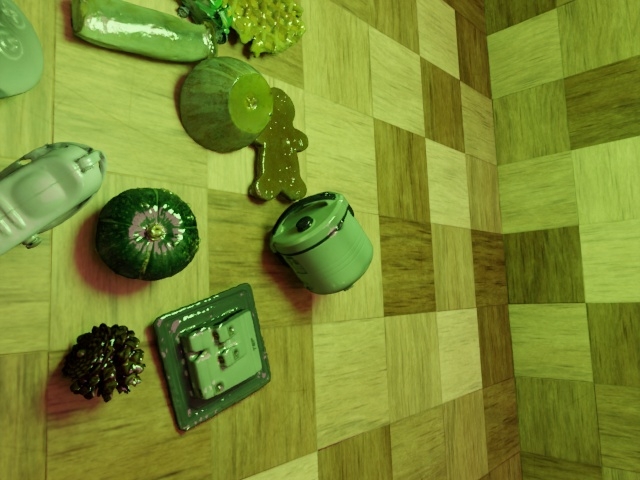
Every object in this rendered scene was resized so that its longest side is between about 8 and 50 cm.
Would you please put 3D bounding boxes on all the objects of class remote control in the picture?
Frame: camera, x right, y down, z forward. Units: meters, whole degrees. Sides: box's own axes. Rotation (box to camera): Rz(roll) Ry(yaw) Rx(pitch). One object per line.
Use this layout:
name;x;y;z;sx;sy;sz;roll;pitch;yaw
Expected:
remote control;-0.555;-0.304;0.718;0.221;0.103;0.332;58;26;-17

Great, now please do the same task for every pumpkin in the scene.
pumpkin;-0.327;-0.012;0.939;0.190;0.146;0.190;12;75;-48
pumpkin;-0.193;-0.303;1.103;0.217;0.110;0.218;-10;108;-34

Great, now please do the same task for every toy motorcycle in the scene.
toy motorcycle;-0.265;-0.538;1.116;0.190;0.106;0.074;50;51;-32

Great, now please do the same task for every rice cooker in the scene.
rice cooker;0.000;0.000;1.250;0.244;0.226;0.226;53;50;-29

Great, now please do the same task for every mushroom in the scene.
mushroom;-0.353;-0.435;1.029;0.312;0.081;0.100;-7;87;-43

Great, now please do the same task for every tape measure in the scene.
tape measure;-0.449;-0.068;0.778;0.236;0.197;0.120;-41;110;-21

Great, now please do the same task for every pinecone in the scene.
pinecone;-0.373;0.216;0.865;0.121;0.140;0.140;57;47;-39

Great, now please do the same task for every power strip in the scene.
power strip;-0.211;0.247;1.066;0.251;0.092;0.257;-23;105;-50

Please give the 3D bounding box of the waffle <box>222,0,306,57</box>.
waffle;-0.164;-0.634;1.267;0.302;0.068;0.325;60;42;-21

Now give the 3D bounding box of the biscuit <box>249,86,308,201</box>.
biscuit;-0.113;-0.248;1.279;0.196;0.049;0.302;1;84;-46
